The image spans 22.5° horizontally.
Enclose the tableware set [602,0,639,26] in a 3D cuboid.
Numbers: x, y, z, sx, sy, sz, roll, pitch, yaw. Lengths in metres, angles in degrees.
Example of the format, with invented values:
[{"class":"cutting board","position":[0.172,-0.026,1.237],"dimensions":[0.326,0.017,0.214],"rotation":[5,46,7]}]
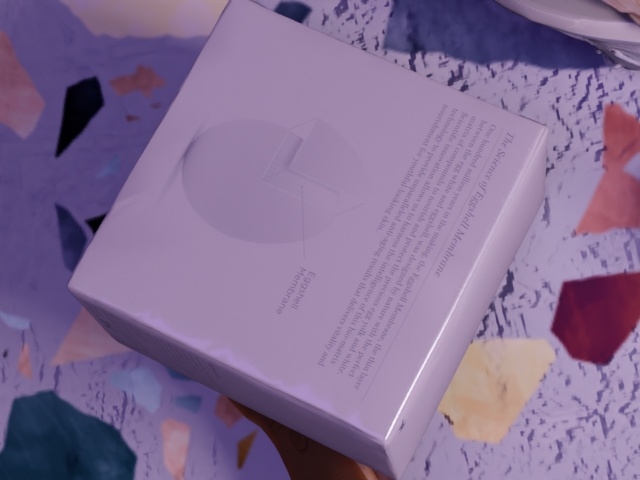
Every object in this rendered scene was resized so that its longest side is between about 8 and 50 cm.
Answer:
[{"class":"tableware set","position":[0.229,-0.203,0.996],"dimensions":[0.169,0.020,0.141],"rotation":[-33,64,-11]}]

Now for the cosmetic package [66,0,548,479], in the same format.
[{"class":"cosmetic package","position":[0.000,0.000,1.041],"dimensions":[0.225,0.138,0.224],"rotation":[25,76,16]}]

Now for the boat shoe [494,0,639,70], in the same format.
[{"class":"boat shoe","position":[0.209,-0.138,1.025],"dimensions":[0.228,0.081,0.079],"rotation":[15,61,11]}]

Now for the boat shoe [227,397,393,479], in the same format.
[{"class":"boat shoe","position":[0.004,0.130,1.126],"dimensions":[0.207,0.073,0.073],"rotation":[55,132,7]}]
